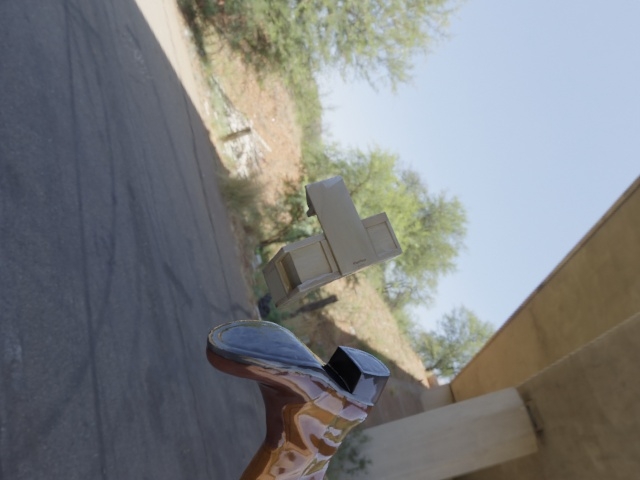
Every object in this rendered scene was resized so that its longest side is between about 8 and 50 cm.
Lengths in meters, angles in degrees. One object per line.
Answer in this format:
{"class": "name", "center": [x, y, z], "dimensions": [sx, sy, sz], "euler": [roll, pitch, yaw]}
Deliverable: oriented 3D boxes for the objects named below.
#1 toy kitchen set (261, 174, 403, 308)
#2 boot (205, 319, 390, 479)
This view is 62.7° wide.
{"class": "toy kitchen set", "center": [0.000, 0.000, 0.394], "dimensions": [0.068, 0.083, 0.075], "euler": [68, -23, 9]}
{"class": "boot", "center": [-0.073, 0.251, 0.669], "dimensions": [0.264, 0.281, 0.096], "euler": [20, 13, -40]}
